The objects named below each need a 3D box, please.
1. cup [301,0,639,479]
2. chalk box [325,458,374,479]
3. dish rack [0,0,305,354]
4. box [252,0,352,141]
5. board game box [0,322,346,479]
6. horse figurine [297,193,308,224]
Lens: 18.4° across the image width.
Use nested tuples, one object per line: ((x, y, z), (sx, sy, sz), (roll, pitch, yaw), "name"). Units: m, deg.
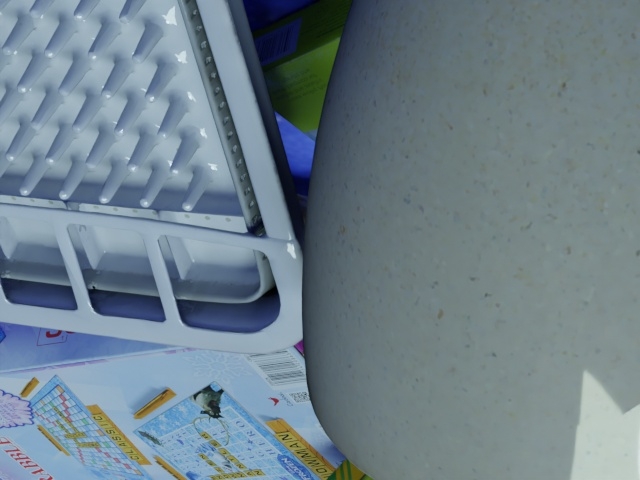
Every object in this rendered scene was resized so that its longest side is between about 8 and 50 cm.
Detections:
((0.135, -0.061, 0.886), (0.331, 0.331, 0.237), (-3, 119, 17), "cup")
((0.156, 0.227, 1.273), (0.179, 0.289, 0.180), (-47, 132, 1), "chalk box")
((-0.147, -0.088, 1.008), (0.286, 0.072, 0.333), (7, 137, 23), "dish rack")
((0.054, -0.071, 1.092), (0.109, 0.042, 0.178), (-21, 137, 38), "box")
((-0.092, 0.136, 1.428), (0.318, 0.066, 0.318), (-8, 144, 24), "board game box")
((0.000, 0.000, 1.157), (0.263, 0.066, 0.174), (24, 161, 2), "horse figurine")
